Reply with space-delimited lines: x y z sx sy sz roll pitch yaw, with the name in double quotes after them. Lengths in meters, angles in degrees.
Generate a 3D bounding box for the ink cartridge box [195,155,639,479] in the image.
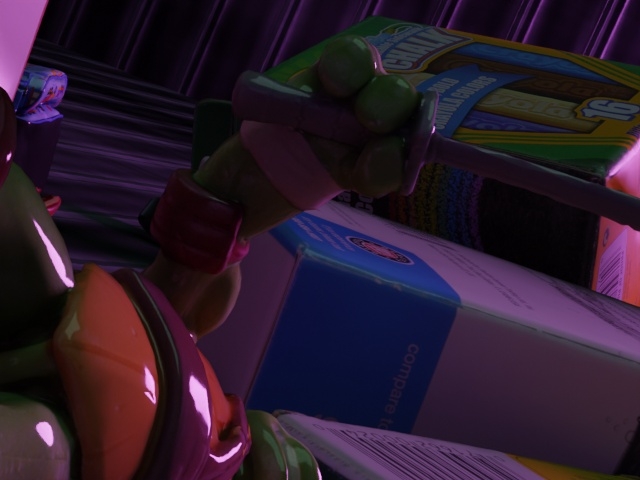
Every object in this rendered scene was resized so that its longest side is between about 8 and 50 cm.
0.085 0.082 0.878 0.307 0.129 0.223 18 6 -17 "ink cartridge box"

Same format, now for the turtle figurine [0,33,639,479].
-0.025 0.029 0.458 0.275 0.197 0.266 26 -5 41 "turtle figurine"

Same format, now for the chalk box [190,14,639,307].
0.056 -0.019 1.137 0.289 0.180 0.179 16 27 25 "chalk box"

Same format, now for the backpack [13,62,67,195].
-0.264 -0.078 1.238 0.173 0.116 0.158 18 5 2 "backpack"

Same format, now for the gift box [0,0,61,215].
-0.234 -0.069 0.557 0.258 0.276 0.255 25 12 24 "gift box"

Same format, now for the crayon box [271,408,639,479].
0.132 0.158 0.595 0.202 0.081 0.318 15 7 -38 "crayon box"

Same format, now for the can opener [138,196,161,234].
-0.052 0.008 1.505 0.186 0.073 0.059 25 -31 17 "can opener"
